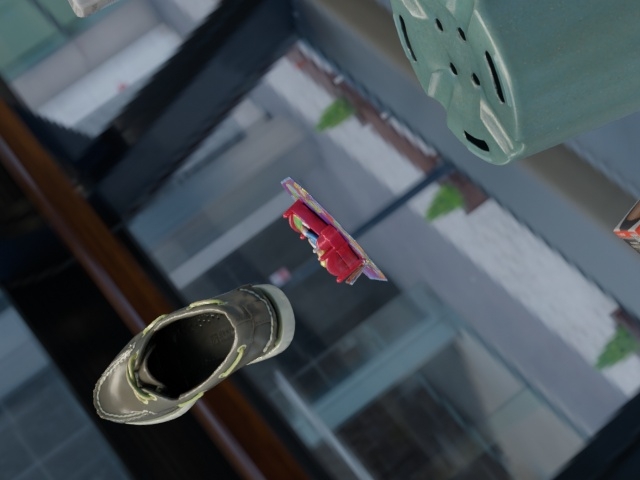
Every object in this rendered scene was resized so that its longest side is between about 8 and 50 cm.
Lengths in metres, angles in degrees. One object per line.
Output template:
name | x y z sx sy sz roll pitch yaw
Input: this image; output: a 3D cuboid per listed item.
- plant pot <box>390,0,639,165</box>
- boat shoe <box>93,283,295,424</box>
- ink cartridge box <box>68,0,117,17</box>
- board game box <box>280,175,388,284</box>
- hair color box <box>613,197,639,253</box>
plant pot | 0.272 -0.261 1.493 0.341 0.334 0.341 59 167 22
boat shoe | -0.164 0.134 1.615 0.091 0.305 0.109 -9 -107 -53
ink cartridge box | -0.232 -0.446 1.652 0.296 0.261 0.066 62 169 -3
board game box | 0.000 0.000 1.376 0.133 0.033 0.169 47 175 -4
hair color box | 0.317 -0.049 1.222 0.043 0.141 0.072 39 178 -3
